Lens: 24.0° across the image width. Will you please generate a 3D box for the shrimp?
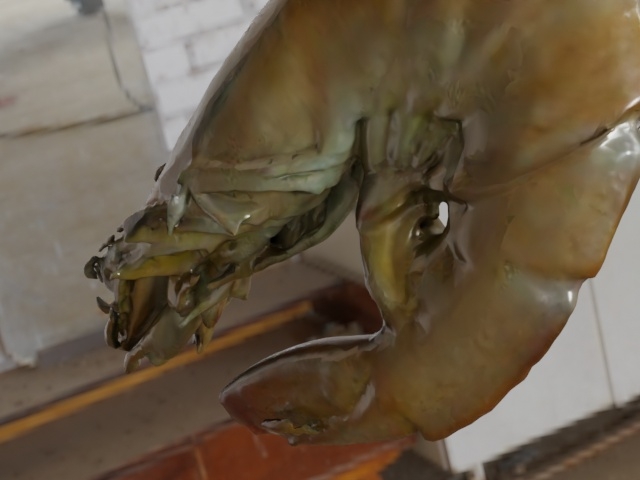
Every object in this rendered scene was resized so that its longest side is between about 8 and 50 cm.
[{"bbox_3d":[0.003,0.000,0.416,0.053,0.133,0.236,-6,-23,-46],"label":"shrimp"}]
